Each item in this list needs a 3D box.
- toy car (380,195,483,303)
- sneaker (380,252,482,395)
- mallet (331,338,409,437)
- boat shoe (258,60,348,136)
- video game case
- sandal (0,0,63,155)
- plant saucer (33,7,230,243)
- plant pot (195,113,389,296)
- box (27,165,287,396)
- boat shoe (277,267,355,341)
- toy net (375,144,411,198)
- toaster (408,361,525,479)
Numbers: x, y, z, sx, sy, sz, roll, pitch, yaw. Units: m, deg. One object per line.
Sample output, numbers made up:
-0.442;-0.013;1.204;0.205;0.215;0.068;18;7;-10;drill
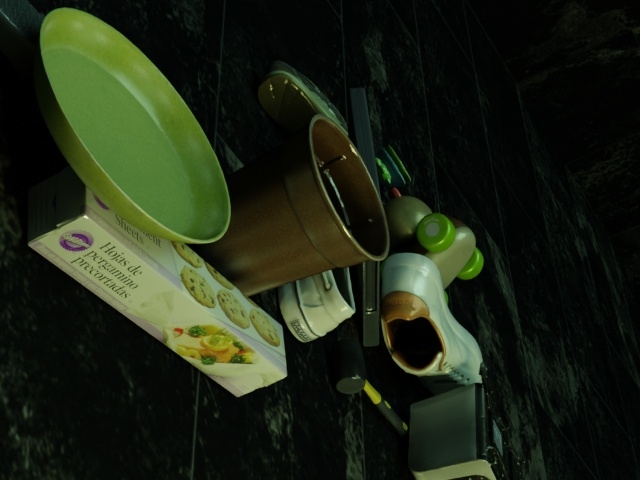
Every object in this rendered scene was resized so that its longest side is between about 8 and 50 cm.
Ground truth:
0.116;-0.004;1.869;0.188;0.149;0.155;44;3;31;toy car
0.137;0.152;1.720;0.290;0.106;0.123;60;32;-42;sneaker
0.066;0.198;1.594;0.189;0.039;0.062;56;22;-37;mallet
-0.001;-0.153;1.747;0.223;0.080;0.073;48;31;-30;boat shoe
0.054;-0.026;1.637;0.274;0.026;0.196;87;-2;-49;video game case
-0.231;-0.126;1.184;0.254;0.054;0.097;51;16;-17;sandal
-0.169;-0.092;1.131;0.241;0.037;0.241;48;22;-26;plant saucer
-0.038;-0.025;1.380;0.167;0.165;0.167;51;25;-35;plant pot
-0.139;0.045;1.190;0.324;0.063;0.067;45;27;-45;box
0.000;0.000;1.561;0.096;0.088;0.267;52;24;-34;boat shoe
0.148;-0.036;1.992;0.232;0.045;0.122;60;-2;-8;toy net
0.192;0.288;1.670;0.185;0.110;0.168;-82;150;-56;toaster
